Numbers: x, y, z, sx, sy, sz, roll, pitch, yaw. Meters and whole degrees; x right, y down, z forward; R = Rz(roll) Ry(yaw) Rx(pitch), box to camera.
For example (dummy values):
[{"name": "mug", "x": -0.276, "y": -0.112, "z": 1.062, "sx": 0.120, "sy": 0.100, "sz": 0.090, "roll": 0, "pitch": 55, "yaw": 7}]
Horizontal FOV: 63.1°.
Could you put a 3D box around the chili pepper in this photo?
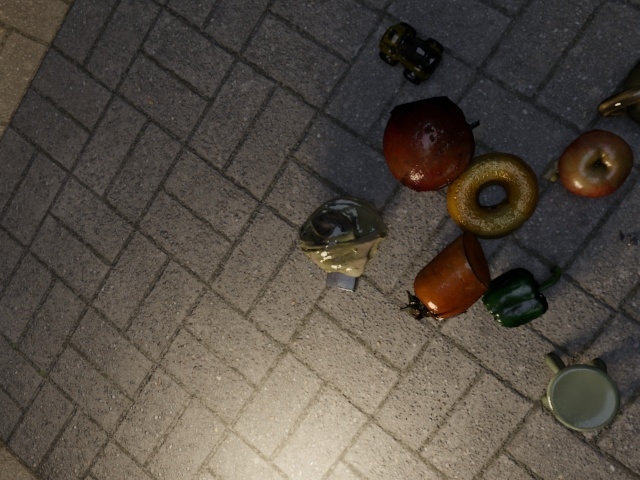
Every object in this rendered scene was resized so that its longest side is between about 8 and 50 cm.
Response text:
[{"name": "chili pepper", "x": 0.651, "y": 0.165, "z": 1.657, "sx": 0.261, "sy": 0.165, "sz": 0.173, "roll": -33, "pitch": 70, "yaw": 12}]

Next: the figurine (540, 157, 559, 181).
[{"name": "figurine", "x": 0.754, "y": -0.224, "z": 1.680, "sx": 0.051, "sy": 0.047, "sz": 0.083, "roll": 33, "pitch": 99, "yaw": -3}]

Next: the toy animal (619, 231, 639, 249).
[{"name": "toy animal", "x": 0.971, "y": 0.006, "z": 1.626, "sx": 0.084, "sy": 0.028, "sz": 0.050, "roll": 25, "pitch": 89, "yaw": 15}]

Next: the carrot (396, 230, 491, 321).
[{"name": "carrot", "x": 0.417, "y": 0.153, "z": 1.700, "sx": 0.331, "sy": 0.193, "sz": 0.214, "roll": -42, "pitch": 62, "yaw": 22}]

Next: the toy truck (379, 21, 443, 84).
[{"name": "toy truck", "x": 0.297, "y": -0.640, "z": 1.740, "sx": 0.224, "sy": 0.165, "sz": 0.147, "roll": 39, "pitch": 101, "yaw": 12}]

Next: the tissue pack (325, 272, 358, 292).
[{"name": "tissue pack", "x": 0.086, "y": 0.100, "z": 1.874, "sx": 0.112, "sy": 0.051, "sz": 0.156, "roll": 12, "pitch": 94, "yaw": 17}]

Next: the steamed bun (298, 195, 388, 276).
[{"name": "steamed bun", "x": 0.066, "y": -0.034, "z": 1.763, "sx": 0.268, "sy": 0.207, "sz": 0.280, "roll": 34, "pitch": 81, "yaw": 20}]

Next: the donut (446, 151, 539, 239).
[{"name": "donut", "x": 0.562, "y": -0.149, "z": 1.702, "sx": 0.303, "sy": 0.110, "sz": 0.302, "roll": 1, "pitch": 92, "yaw": 16}]

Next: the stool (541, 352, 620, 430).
[{"name": "stool", "x": 0.787, "y": 0.456, "z": 1.602, "sx": 0.195, "sy": 0.199, "sz": 0.195, "roll": 4, "pitch": 93, "yaw": 14}]

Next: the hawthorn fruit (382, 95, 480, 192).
[{"name": "hawthorn fruit", "x": 0.340, "y": -0.316, "z": 1.675, "sx": 0.316, "sy": 0.316, "sz": 0.315, "roll": 0, "pitch": 91, "yaw": 16}]

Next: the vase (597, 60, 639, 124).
[{"name": "vase", "x": 0.967, "y": -0.428, "z": 1.480, "sx": 0.329, "sy": 0.302, "sz": 0.240, "roll": -18, "pitch": 87, "yaw": 17}]

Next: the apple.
[{"name": "apple", "x": 0.836, "y": -0.234, "z": 1.589, "sx": 0.210, "sy": 0.164, "sz": 0.209, "roll": 2, "pitch": 100, "yaw": 11}]
